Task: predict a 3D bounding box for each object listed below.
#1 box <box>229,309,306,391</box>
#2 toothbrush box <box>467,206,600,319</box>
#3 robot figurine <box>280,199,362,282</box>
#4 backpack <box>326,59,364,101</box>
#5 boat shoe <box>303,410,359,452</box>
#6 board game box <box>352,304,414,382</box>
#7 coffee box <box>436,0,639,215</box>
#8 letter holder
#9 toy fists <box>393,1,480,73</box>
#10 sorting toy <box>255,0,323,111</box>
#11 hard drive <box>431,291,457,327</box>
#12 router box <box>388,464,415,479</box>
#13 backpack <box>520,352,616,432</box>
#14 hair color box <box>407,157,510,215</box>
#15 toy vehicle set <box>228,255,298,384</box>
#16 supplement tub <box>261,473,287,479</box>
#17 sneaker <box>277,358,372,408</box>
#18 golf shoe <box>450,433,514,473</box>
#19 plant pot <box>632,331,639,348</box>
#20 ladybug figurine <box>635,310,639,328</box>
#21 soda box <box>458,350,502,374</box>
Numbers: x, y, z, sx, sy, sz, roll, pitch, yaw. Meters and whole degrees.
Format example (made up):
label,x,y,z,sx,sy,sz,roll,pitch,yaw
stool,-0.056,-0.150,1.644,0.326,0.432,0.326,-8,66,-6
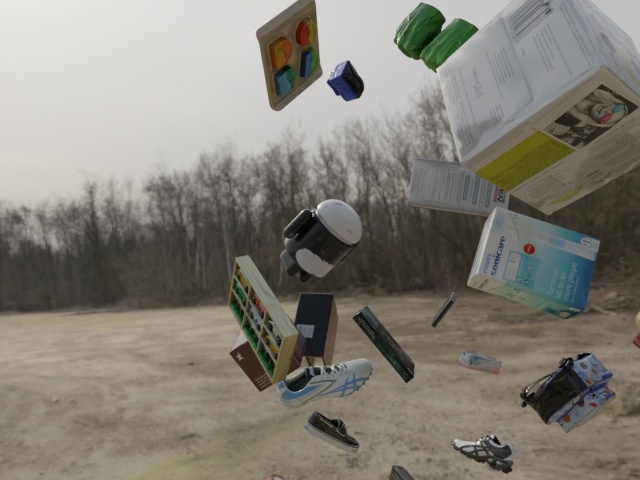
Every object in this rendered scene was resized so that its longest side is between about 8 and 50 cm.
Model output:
label,x,y,z,sx,sy,sz,roll,pitch,yaw
box,-0.165,0.345,1.838,0.169,0.167,0.203,-34,10,11
toothbrush box,0.589,0.063,1.571,0.296,0.216,0.126,20,-18,8
robot figurine,0.001,-0.001,1.737,0.278,0.173,0.209,-46,-10,16
backpack,0.090,-0.543,1.948,0.101,0.097,0.120,-6,-39,46
boat shoe,0.048,0.579,1.709,0.219,0.070,0.078,35,-7,-32
board game box,0.149,0.235,1.302,0.026,0.186,0.126,-40,-7,8
coffee box,0.523,-0.318,1.277,0.335,0.337,0.338,21,-41,-31
letter holder,-0.022,0.411,2.442,0.152,0.301,0.214,1,-38,13
toy fists,0.313,-0.546,1.554,0.279,0.142,0.096,47,4,39
sorting toy,-0.061,-0.430,1.309,0.038,0.193,0.208,28,-31,28
hard drive,0.483,0.269,2.197,0.022,0.135,0.094,35,25,9
router box,0.264,0.826,1.818,0.046,0.133,0.179,15,-1,-12
backpack,0.878,0.510,1.936,0.264,0.213,0.276,-18,-30,-39
hair color box,0.539,-0.201,2.189,0.375,0.185,0.113,9,0,13
toy vehicle set,-0.141,0.181,1.321,0.035,0.165,0.267,-11,44,-30
supplement tub,-0.152,0.836,1.840,0.117,0.116,0.190,-4,-14,-4
sneaker,0.012,0.330,1.346,0.237,0.086,0.085,-17,28,-10
golf shoe,0.489,0.621,1.690,0.198,0.093,0.077,9,-23,42
plant pot,0.902,0.237,1.363,0.201,0.201,0.180,-1,39,-48
ladybug figurine,1.190,0.219,1.676,0.305,0.161,0.449,-15,-10,-44
soda box,0.667,0.509,2.347,0.183,0.062,0.058,17,2,-28
